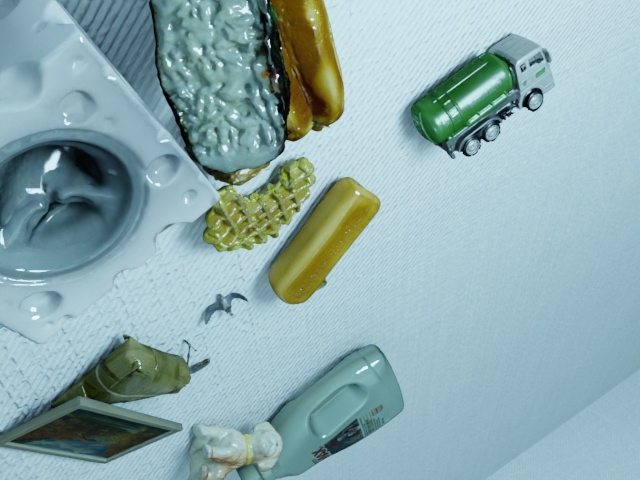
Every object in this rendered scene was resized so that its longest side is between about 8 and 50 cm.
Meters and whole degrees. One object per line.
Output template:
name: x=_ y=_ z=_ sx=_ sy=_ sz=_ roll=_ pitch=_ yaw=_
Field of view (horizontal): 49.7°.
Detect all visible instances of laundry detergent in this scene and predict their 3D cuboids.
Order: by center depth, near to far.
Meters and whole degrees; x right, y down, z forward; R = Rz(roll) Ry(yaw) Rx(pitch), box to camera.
laundry detergent: x=-0.011 y=0.406 z=1.535 sx=0.397 sy=0.125 sz=0.264 roll=-31 pitch=143 yaw=-11

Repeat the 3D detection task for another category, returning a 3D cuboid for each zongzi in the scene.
zongzi: x=-0.316 y=0.239 z=1.128 sx=0.176 sy=0.079 sz=0.160 roll=-38 pitch=142 yaw=11

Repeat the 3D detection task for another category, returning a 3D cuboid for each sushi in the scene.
sushi: x=-0.100 y=-0.188 z=0.718 sx=0.124 sy=0.127 sz=0.225 roll=-10 pitch=122 yaw=3

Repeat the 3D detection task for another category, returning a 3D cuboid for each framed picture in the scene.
framed picture: x=-0.376 y=0.320 z=1.144 sx=0.184 sy=0.016 sz=0.250 roll=-26 pitch=147 yaw=16

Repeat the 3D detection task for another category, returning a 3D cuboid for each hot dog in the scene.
hot dog: x=-0.058 y=-0.258 z=0.830 sx=0.135 sy=0.100 sz=0.337 roll=-32 pitch=133 yaw=-10

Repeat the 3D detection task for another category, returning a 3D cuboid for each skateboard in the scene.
skateboard: x=-0.219 y=0.203 z=1.218 sx=0.063 sy=0.032 sz=0.083 roll=-26 pitch=144 yaw=-37

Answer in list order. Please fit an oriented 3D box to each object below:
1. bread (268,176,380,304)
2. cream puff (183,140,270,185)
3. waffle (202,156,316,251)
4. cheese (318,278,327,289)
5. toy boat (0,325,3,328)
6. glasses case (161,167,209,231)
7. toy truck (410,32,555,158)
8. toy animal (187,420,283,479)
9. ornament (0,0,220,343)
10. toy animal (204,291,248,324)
bread: x=0.000 y=0.000 z=1.171 sx=0.092 sy=0.074 sz=0.239 roll=25 pitch=109 yaw=-44
cream puff: x=-0.123 y=-0.122 z=0.905 sx=0.094 sy=0.116 sz=0.122 roll=-37 pitch=130 yaw=-27
waffle: x=-0.094 y=-0.055 z=1.038 sx=0.194 sy=0.051 sz=0.149 roll=-16 pitch=137 yaw=-42
cheese: x=-0.016 y=0.068 z=1.264 sx=0.044 sy=0.030 sz=0.083 roll=-21 pitch=148 yaw=6
toy boat: x=-0.460 y=0.067 z=0.837 sx=0.207 sy=0.079 sz=0.134 roll=-19 pitch=147 yaw=-44
glasses case: x=-0.225 y=-0.044 z=0.948 sx=0.164 sy=0.041 sz=0.063 roll=-34 pitch=145 yaw=-14
toy truck: x=0.266 y=-0.242 z=1.154 sx=0.242 sy=0.101 sz=0.125 roll=-36 pitch=131 yaw=-4
toy animal: x=-0.176 y=0.449 z=1.422 sx=0.185 sy=0.104 sz=0.184 roll=-3 pitch=130 yaw=-32
ornament: x=-0.292 y=-0.093 z=0.673 sx=0.239 sy=0.240 sz=0.239 roll=-39 pitch=144 yaw=-3
toy animal: x=-0.162 y=0.109 z=1.170 sx=0.084 sy=0.028 sz=0.050 roll=-28 pitch=150 yaw=-19
